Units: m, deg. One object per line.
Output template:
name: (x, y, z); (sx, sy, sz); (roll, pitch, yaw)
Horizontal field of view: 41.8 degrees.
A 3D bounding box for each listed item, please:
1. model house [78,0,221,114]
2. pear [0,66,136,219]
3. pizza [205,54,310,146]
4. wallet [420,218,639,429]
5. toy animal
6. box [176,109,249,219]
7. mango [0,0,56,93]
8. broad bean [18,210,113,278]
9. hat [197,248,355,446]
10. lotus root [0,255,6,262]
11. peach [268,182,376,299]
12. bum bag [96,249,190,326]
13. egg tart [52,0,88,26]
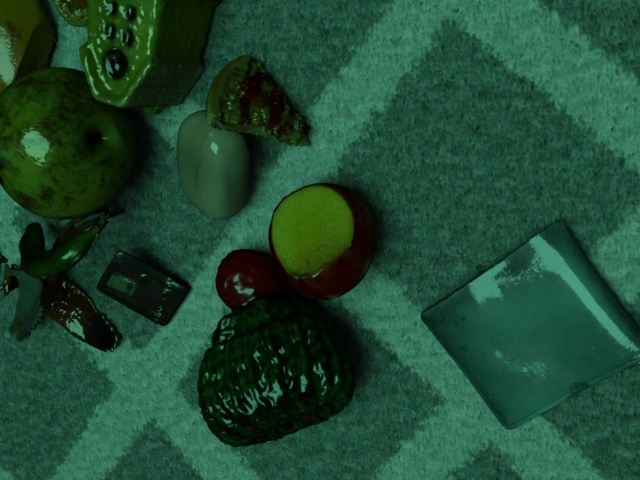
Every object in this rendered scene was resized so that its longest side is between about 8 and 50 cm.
model house: (-0.295, -0.330, 1.448); (0.175, 0.193, 0.234); (13, 105, 19)
pear: (-0.474, -0.175, 1.520); (0.283, 0.283, 0.283); (5, 103, 23)
pizza: (-0.091, -0.224, 1.418); (0.199, 0.188, 0.062); (30, 138, -16)
wallet: (0.337, 0.144, 1.334); (0.290, 0.054, 0.251); (-40, 82, 27)
toy animal: (-0.550, 0.064, 1.684); (0.302, 0.225, 0.284); (6, 84, 35)
box: (-0.188, -0.131, 1.465); (0.146, 0.088, 0.200); (34, 140, 29)
mango: (-0.597, -0.384, 1.611); (0.154, 0.126, 0.252); (2, 101, 12)
broad bean: (-0.503, 0.013, 1.579); (0.292, 0.144, 0.049); (-6, 137, 43)
hat: (-0.098, 0.174, 1.472); (0.274, 0.242, 0.332); (-20, 68, 5)
lotus root: (-0.799, -0.014, 1.808); (0.170, 0.074, 0.260); (-42, 81, 28)
peach: (0.000, 0.000, 1.382); (0.190, 0.192, 0.190); (3, 103, 12)
bum bag: (-0.341, 0.091, 1.614); (0.159, 0.026, 0.109); (32, 114, -13)
egg tart: (-0.443, -0.462, 1.565); (0.130, 0.052, 0.130); (4, 101, 24)
